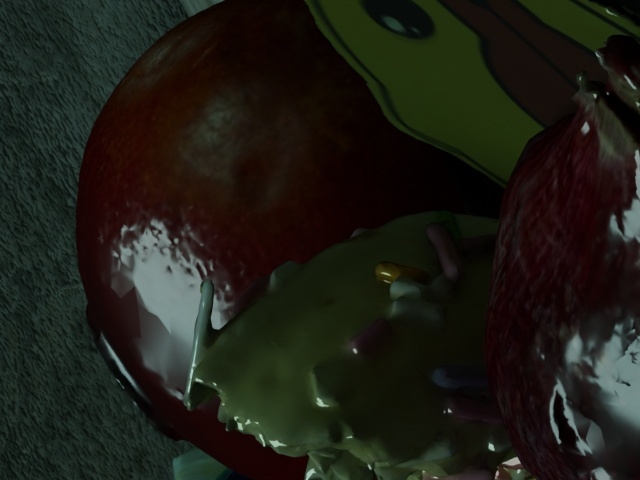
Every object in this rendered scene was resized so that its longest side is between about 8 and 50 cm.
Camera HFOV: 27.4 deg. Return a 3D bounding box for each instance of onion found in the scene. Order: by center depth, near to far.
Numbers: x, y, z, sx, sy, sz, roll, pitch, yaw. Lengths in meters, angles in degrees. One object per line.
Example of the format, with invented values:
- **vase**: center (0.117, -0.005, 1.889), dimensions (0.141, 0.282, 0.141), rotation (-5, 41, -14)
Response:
- **onion**: center (0.126, 0.049, 0.471), dimensions (0.227, 0.120, 0.283), rotation (39, 170, 49)

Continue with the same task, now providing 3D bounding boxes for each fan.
- **fan**: center (0.105, -0.052, 0.485), dimensions (0.229, 0.011, 0.335), rotation (37, 168, -20)

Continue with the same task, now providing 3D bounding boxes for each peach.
- **peach**: center (-0.013, 0.013, 0.946), dimensions (0.335, 0.310, 0.406), rotation (62, 177, 22)

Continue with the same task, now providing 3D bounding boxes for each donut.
- **donut**: center (0.101, 0.164, 0.684), dimensions (0.150, 0.307, 0.371), rotation (7, 111, 55)

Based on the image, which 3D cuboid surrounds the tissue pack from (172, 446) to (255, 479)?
- **tissue pack**: center (0.015, 0.267, 1.252), dimensions (0.388, 0.287, 0.162), rotation (-137, 24, -77)
